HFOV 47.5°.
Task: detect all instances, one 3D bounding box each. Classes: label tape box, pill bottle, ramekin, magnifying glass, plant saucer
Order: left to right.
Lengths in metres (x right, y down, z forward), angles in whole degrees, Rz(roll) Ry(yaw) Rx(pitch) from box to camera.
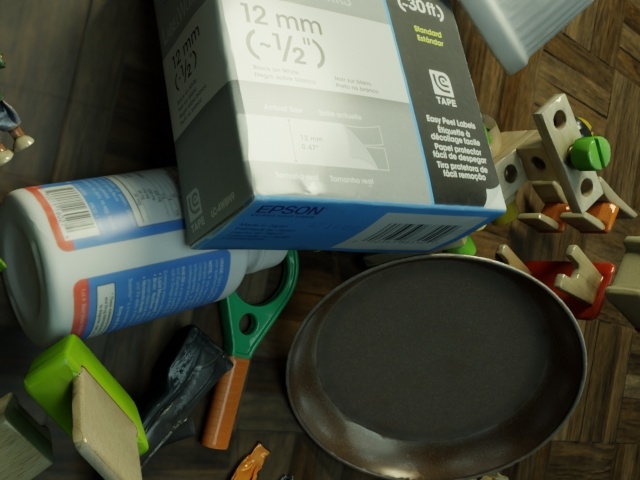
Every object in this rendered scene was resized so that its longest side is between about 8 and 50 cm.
[{"bbox_3d":[-0.138,0.003,0.607,0.221,0.124,0.124,-13,102,-38],"label":"pill bottle"},{"bbox_3d":[-0.079,0.092,0.731,0.092,0.026,0.231,19,80,-40],"label":"magnifying glass"},{"bbox_3d":[-0.002,-0.168,0.624,0.249,0.115,0.348,1,72,-34],"label":"label tape box"},{"bbox_3d":[0.119,0.136,0.774,0.050,0.310,0.310,-85,150,-60],"label":"plant saucer"},{"bbox_3d":[0.177,-0.317,0.745,0.273,0.127,0.273,47,23,-27],"label":"ramekin"}]

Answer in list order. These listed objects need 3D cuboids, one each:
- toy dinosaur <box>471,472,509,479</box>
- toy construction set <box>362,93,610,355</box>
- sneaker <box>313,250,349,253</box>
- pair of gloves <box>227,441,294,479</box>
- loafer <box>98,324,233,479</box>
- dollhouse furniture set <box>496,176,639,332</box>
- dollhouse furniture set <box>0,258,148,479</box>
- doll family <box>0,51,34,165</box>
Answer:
[{"bbox_3d":[0.188,0.340,0.967,0.183,0.053,0.092,21,65,-46],"label":"toy dinosaur"},{"bbox_3d":[0.180,-0.025,0.795,0.257,0.237,0.309,-13,103,-38],"label":"toy construction set"},{"bbox_3d":[0.000,0.000,0.776,0.083,0.031,0.035,27,49,-29],"label":"sneaker"},{"bbox_3d":[-0.065,0.262,0.764,0.074,0.010,0.083,-48,122,-26],"label":"pair of gloves"},{"bbox_3d":[-0.138,0.162,0.654,0.061,0.062,0.170,37,70,-19],"label":"loafer"},{"bbox_3d":[0.346,0.064,0.929,0.135,0.259,0.262,34,74,-26],"label":"dollhouse furniture set"},{"bbox_3d":[-0.275,0.162,0.423,0.301,0.151,0.197,-35,116,-6],"label":"dollhouse furniture set"},{"bbox_3d":[-0.303,-0.072,0.497,0.193,0.076,0.111,-44,124,-25],"label":"doll family"}]
